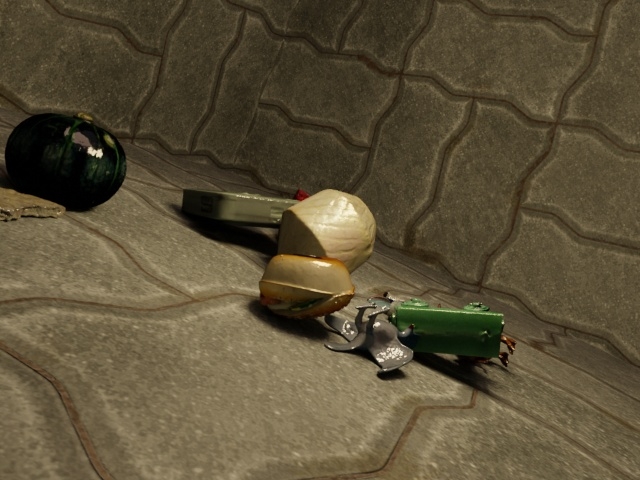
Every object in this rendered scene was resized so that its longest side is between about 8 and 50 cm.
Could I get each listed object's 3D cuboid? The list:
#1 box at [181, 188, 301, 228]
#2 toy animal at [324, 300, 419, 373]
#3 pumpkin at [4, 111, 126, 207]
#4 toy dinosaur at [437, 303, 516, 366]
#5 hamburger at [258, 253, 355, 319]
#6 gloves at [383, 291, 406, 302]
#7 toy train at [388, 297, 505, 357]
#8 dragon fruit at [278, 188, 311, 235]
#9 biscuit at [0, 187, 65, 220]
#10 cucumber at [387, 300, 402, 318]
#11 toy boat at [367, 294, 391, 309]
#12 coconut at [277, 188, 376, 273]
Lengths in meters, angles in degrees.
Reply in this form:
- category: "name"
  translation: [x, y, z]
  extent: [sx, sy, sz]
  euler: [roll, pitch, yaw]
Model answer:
- category: "box"
  translation: [-0.237, -0.108, 2.018]
  extent: [0.396, 0.111, 0.396]
  euler: [5, 5, -32]
- category: "toy animal"
  translation: [0.126, 0.227, 1.327]
  extent: [0.255, 0.176, 0.239]
  euler: [-20, 25, -24]
- category: "pumpkin"
  translation: [-0.655, -0.222, 1.541]
  extent: [0.315, 0.238, 0.315]
  euler: [18, 6, -2]
- category: "toy dinosaur"
  translation: [0.462, 0.297, 1.724]
  extent: [0.208, 0.097, 0.432]
  euler: [16, 8, 2]
- category: "hamburger"
  translation: [-0.033, 0.105, 1.356]
  extent: [0.237, 0.147, 0.237]
  euler: [4, 0, 0]
- category: "gloves"
  translation: [0.258, 0.206, 2.009]
  extent: [0.086, 0.026, 0.064]
  euler: [26, 8, -15]
- category: "toy train"
  translation: [0.322, 0.222, 1.501]
  extent: [0.300, 0.120, 0.202]
  euler: [3, 2, 10]
- category: "dragon fruit"
  translation: [-0.057, -0.032, 2.315]
  extent: [0.205, 0.152, 0.317]
  euler: [30, 30, -13]
- category: "biscuit"
  translation: [-0.681, -0.084, 1.276]
  extent: [0.133, 0.032, 0.250]
  euler: [24, 8, 7]
- category: "cucumber"
  translation: [0.251, 0.225, 1.723]
  extent: [0.112, 0.064, 0.064]
  euler: [31, 11, 39]
- category: "toy boat"
  translation: [0.206, 0.208, 1.817]
  extent: [0.096, 0.034, 0.122]
  euler: [10, 16, -36]
- category: "coconut"
  translation: [0.000, 0.000, 1.788]
  extent: [0.328, 0.329, 0.329]
  euler: [22, 8, -3]
